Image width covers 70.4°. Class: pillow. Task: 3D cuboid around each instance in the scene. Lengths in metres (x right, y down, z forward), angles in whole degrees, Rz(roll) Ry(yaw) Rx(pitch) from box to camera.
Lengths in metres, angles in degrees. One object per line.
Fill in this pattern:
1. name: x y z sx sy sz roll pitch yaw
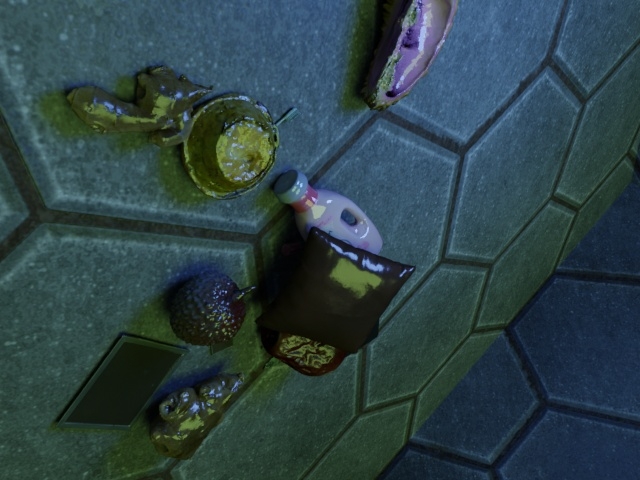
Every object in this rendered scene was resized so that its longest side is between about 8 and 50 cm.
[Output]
1. pillow: 0.040 0.138 1.129 0.306 0.108 0.307 22 113 -24

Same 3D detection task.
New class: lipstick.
1. lipstick: 0.000 0.000 1.209 0.234 0.053 0.053 -14 128 -31

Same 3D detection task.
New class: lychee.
1. lychee: -0.235 0.146 0.993 0.198 0.165 0.165 -25 141 11

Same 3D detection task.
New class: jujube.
1. jujube: -0.042 0.283 1.282 0.255 0.190 0.189 19 105 -42

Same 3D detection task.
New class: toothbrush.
1. toothbrush: -0.126 -0.204 0.946 0.219 0.019 0.016 -43 180 -10

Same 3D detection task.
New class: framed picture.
1. framed picture: -0.256 0.256 1.180 0.066 0.007 0.089 -21 132 -32
2. framed picture: -0.448 0.333 1.047 0.252 0.014 0.197 -53 141 1

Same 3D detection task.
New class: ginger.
1. ginger: -0.318 0.431 1.170 0.270 0.123 0.218 -53 145 -14
2. ginger: -0.291 -0.227 0.741 0.214 0.059 0.132 8 105 -37

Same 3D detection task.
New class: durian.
1. durian: 0.189 -0.451 1.000 0.191 0.112 0.341 -24 142 -43

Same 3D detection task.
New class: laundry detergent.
1. laundry detergent: 0.020 -0.045 1.110 0.159 0.088 0.335 -47 129 1

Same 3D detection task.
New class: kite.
1. kite: -0.130 0.335 1.362 0.139 0.011 0.157 -56 142 0

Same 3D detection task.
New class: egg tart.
1. egg tart: -0.162 -0.174 0.870 0.213 0.090 0.212 -19 123 -32

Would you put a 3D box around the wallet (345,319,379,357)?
1. wallet: 0.097 0.349 1.575 0.286 0.030 0.145 -26 131 -27
